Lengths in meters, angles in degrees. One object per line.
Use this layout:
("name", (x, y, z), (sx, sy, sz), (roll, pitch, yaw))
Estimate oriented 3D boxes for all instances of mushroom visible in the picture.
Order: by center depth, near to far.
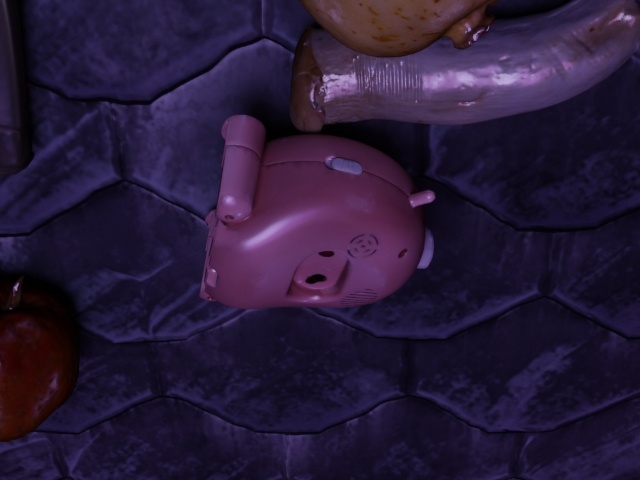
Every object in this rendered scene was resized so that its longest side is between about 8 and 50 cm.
("mushroom", (0.137, -0.173, 0.776), (0.351, 0.095, 0.123), (-9, 117, 6))

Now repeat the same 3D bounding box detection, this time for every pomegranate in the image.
("pomegranate", (0.078, -0.254, 0.658), (0.215, 0.215, 0.216), (0, 123, 0))

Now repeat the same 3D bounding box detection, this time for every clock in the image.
("clock", (0.000, 0.000, 0.829), (0.241, 0.142, 0.227), (9, 148, -10))

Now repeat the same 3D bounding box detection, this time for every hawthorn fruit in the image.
("hawthorn fruit", (-0.367, 0.127, 0.926), (0.179, 0.179, 0.200), (18, 121, -11))

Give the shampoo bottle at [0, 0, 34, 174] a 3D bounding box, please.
("shampoo bottle", (-0.348, -0.228, 0.747), (0.125, 0.084, 0.350), (-3, 124, 5))
